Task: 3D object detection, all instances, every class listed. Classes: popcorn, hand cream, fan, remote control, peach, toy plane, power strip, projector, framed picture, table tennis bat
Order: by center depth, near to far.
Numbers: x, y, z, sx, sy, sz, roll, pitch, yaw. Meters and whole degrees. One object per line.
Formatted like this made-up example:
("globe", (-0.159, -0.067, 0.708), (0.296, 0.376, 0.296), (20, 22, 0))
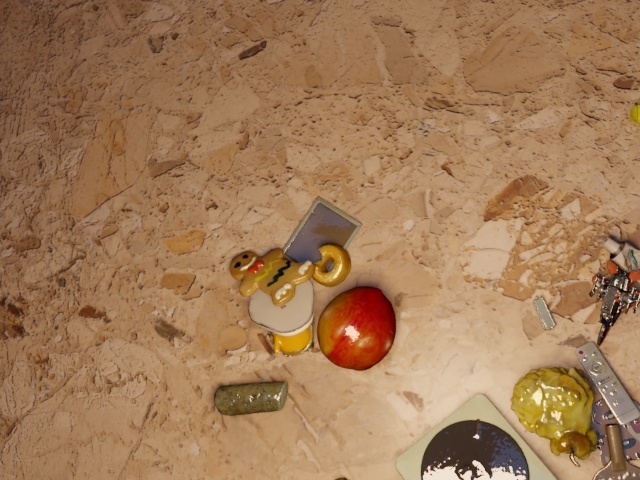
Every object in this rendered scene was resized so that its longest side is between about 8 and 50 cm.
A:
("popcorn", (0.499, 0.368, 1.494), (0.168, 0.173, 0.195), (-8, 82, -1))
("table tennis bat", (0.640, 0.510, 1.494), (0.131, 0.022, 0.234), (-8, 82, 15))
("fan", (0.684, 0.388, 1.517), (0.227, 0.008, 0.152), (-27, 73, 9))
("projector", (0.337, 0.512, 1.534), (0.259, 0.079, 0.257), (-38, 63, -2))
("remote control", (0.624, 0.311, 1.536), (0.050, 0.027, 0.184), (-29, 65, 7))
("toy plane", (0.639, 0.146, 1.547), (0.130, 0.061, 0.189), (24, 93, 46))
("hand cream", (0.737, 0.072, 1.549), (0.257, 0.050, 0.084), (32, 92, 15))
("power strip", (0.509, 0.165, 1.603), (0.027, 0.017, 0.083), (-22, 75, 8))
("peach", (0.091, 0.197, 1.621), (0.197, 0.197, 0.197), (-3, 78, 14))
("framed picture", (0.000, 0.000, 1.772), (0.142, 0.011, 0.183), (33, 88, 18))

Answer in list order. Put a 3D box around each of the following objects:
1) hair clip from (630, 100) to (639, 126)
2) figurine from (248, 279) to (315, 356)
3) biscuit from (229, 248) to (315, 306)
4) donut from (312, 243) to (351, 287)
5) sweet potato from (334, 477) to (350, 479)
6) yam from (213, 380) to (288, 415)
("hair clip", (0.799, -0.293, 1.607), (0.173, 0.046, 0.072), (-4, 75, 12))
("figurine", (-0.077, 0.184, 1.725), (0.167, 0.141, 0.250), (-22, 38, 1))
("biscuit", (-0.135, 0.078, 1.730), (0.240, 0.035, 0.158), (16, 53, 37))
("donut", (0.024, 0.061, 1.726), (0.097, 0.043, 0.108), (24, 90, 18))
("sweet potato", (0.147, 0.615, 1.579), (0.273, 0.075, 0.075), (19, 84, 21))
("yam", (-0.166, 0.383, 1.704), (0.179, 0.078, 0.078), (-7, 77, 10))
